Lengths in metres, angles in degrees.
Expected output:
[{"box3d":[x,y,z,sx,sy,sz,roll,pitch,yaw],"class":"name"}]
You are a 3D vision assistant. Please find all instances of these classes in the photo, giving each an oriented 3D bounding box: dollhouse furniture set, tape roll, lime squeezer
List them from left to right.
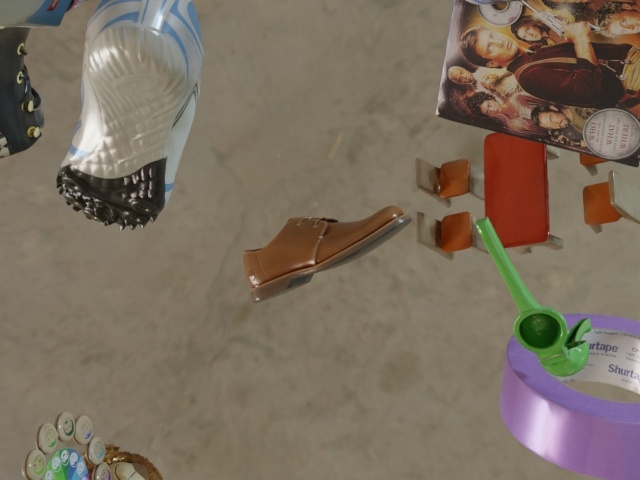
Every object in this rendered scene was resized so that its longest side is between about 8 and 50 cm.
[{"box3d":[0.236,-0.115,1.233,0.262,0.135,0.259,-12,68,34],"class":"dollhouse furniture set"},{"box3d":[0.251,0.083,1.101,0.058,0.310,0.110,-5,64,35],"class":"lime squeezer"},{"box3d":[0.378,0.199,1.338,0.274,0.275,0.090,1,113,-2],"class":"tape roll"}]

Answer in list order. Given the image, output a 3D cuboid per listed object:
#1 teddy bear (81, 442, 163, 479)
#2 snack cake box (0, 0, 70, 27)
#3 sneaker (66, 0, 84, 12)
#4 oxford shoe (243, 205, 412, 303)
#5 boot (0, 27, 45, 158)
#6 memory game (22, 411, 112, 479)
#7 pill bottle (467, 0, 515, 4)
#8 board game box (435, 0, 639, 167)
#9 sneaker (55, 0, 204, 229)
[{"box3d":[-0.327,0.407,1.369,0.245,0.338,0.113,37,135,30],"class":"teddy bear"},{"box3d":[-0.222,-0.237,0.498,0.264,0.089,0.152,33,105,3],"class":"snack cake box"},{"box3d":[-0.189,-0.215,0.672,0.178,0.077,0.072,52,132,16],"class":"sneaker"},{"box3d":[0.000,0.000,1.138,0.212,0.076,0.076,-23,83,21],"class":"oxford shoe"},{"box3d":[-0.382,-0.257,1.263,0.377,0.284,0.138,-30,59,-28],"class":"boot"},{"box3d":[-0.302,0.300,1.223,0.012,0.186,0.186,-8,95,19],"class":"memory game"},{"box3d":[0.134,-0.173,0.554,0.078,0.137,0.078,-5,99,-37],"class":"pill bottle"},{"box3d":[0.182,-0.182,0.732,0.165,0.042,0.243,16,130,14],"class":"board game box"},{"box3d":[-0.128,-0.087,0.701,0.085,0.237,0.086,23,53,-7],"class":"sneaker"}]
